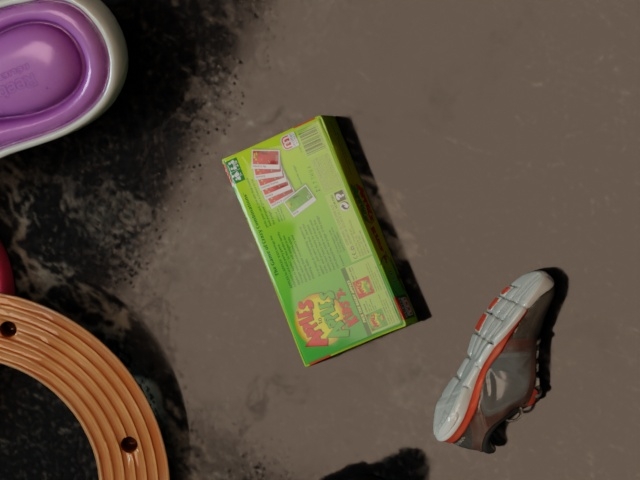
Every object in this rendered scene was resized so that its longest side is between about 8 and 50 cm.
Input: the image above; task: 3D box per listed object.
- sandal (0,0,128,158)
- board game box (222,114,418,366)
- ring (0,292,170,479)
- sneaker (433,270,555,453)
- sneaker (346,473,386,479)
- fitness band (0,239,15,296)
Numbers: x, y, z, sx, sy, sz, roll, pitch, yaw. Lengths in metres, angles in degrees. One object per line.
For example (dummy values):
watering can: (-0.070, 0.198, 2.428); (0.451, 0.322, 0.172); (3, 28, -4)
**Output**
sandal: (-0.353, -0.090, 1.585); (0.416, 0.102, 0.169); (-29, 99, 16)
board game box: (0.000, 0.000, 1.576); (0.092, 0.043, 0.181); (-23, 85, 17)
ring: (-0.292, 0.202, 1.642); (0.336, 0.032, 0.337); (0, 101, 1)
sneaker: (0.150, 0.098, 1.538); (0.065, 0.061, 0.158); (27, 102, -13)
sneaker: (0.118, 0.383, 1.486); (0.202, 0.185, 0.483); (-44, 81, 18)
fitness band: (-0.385, 0.089, 1.696); (0.209, 0.054, 0.291); (30, 100, 14)
